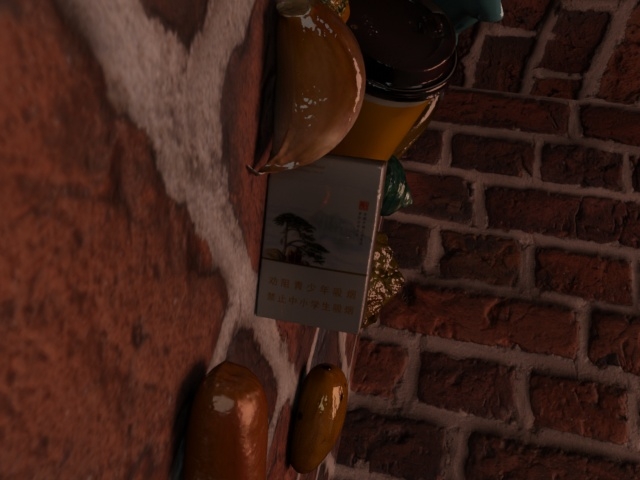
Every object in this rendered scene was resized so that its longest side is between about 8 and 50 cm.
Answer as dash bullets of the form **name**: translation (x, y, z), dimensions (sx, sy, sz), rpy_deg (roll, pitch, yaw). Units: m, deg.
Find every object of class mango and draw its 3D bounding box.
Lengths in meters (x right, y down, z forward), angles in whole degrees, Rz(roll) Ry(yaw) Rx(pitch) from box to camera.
- **mango**: translation (-0.002, 0.401, 1.304), dimensions (0.157, 0.109, 0.262), rpy_deg (-41, 142, -81)

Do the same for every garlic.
- **garlic**: translation (-0.006, -0.173, 0.702), dimensions (0.128, 0.115, 0.206), rpy_deg (-65, 165, -79)

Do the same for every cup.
- **cup**: translation (0.078, -0.226, 0.893), dimensions (0.279, 0.196, 0.196), rpy_deg (115, -9, -59)

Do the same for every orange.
- **orange**: translation (0.003, -0.297, 0.744), dimensions (0.062, 0.086, 0.086), rpy_deg (-19, 125, -37)

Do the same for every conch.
- **conch**: translation (0.095, -0.102, 1.174), dimensions (0.196, 0.202, 0.134), rpy_deg (-139, -138, -61)

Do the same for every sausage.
- **sausage**: translation (-0.101, 0.247, 0.621), dimensions (0.098, 0.098, 0.238), rpy_deg (-46, 143, -74)

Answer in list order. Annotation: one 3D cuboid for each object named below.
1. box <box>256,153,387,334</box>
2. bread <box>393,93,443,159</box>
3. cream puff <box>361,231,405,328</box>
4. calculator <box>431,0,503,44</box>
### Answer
- **box**: translation (0.000, -0.001, 0.795), dimensions (0.067, 0.150, 0.233), rpy_deg (-57, 155, -75)
- **bread**: translation (0.156, -0.315, 1.251), dimensions (0.341, 0.210, 0.300), rpy_deg (74, 29, -70)
- **cream puff**: translation (0.074, 0.079, 1.293), dimensions (0.244, 0.196, 0.244), rpy_deg (178, -90, -72)
- **calculator**: translation (0.209, -0.569, 1.133), dimensions (0.386, 0.054, 0.256), rpy_deg (66, -15, -7)
